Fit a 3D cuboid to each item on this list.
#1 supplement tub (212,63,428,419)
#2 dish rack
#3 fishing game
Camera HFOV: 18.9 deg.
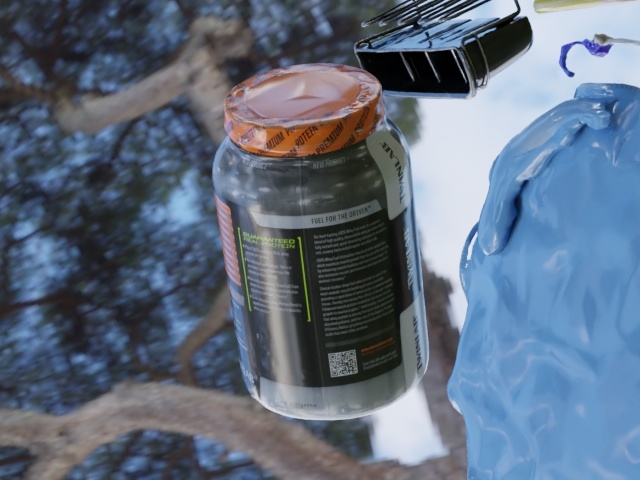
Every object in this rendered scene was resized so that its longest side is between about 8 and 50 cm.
[{"bbox_3d":[0.000,0.000,1.131,0.117,0.117,0.190,-27,-55,-33],"label":"supplement tub"},{"bbox_3d":[0.051,-0.239,1.384,0.074,0.208,0.271,-28,-77,-16],"label":"dish rack"},{"bbox_3d":[0.104,0.033,0.709,0.041,0.189,0.264,8,-96,-26],"label":"fishing game"}]
